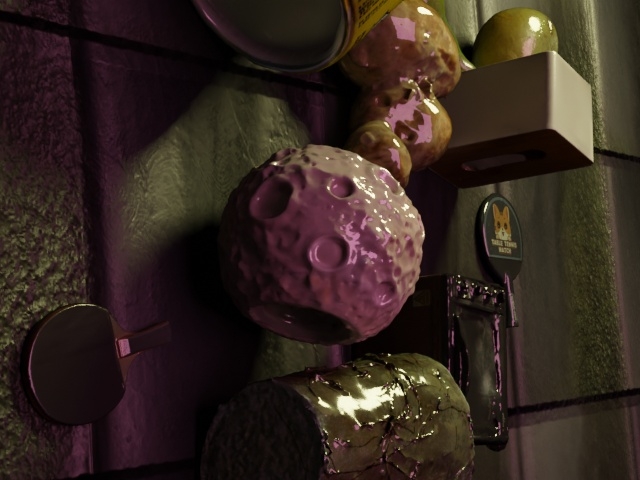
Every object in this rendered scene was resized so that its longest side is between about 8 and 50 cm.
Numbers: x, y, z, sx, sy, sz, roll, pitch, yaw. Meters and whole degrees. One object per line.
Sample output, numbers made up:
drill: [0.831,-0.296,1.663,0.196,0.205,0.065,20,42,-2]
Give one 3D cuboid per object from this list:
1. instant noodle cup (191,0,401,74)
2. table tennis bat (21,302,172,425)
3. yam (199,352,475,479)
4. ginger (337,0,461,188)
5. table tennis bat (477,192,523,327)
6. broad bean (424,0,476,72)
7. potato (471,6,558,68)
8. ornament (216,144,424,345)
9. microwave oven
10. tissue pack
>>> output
instant noodle cup: [-0.010,-0.380,1.617,0.254,0.325,0.325,-55,127,-34]
table tennis bat: [-0.242,0.128,1.414,0.220,0.019,0.130,-18,99,-53]
yam: [0.028,0.261,1.592,0.348,0.241,0.241,1,83,-52]
ginger: [0.111,-0.204,1.863,0.244,0.155,0.304,15,71,-55]
table tennis bat: [0.316,0.035,2.222,0.150,0.027,0.236,7,75,-54]
broad bean: [0.192,-0.342,2.076,0.075,0.067,0.325,-37,114,-6]
potato: [0.331,-0.299,2.198,0.157,0.157,0.194,40,47,-44]
ornament: [0.000,0.000,1.583,0.259,0.259,0.225,37,59,-45]
microwave oven: [0.167,0.177,1.835,0.178,0.188,0.247,15,70,-53]
tissue pack: [0.292,-0.188,2.038,0.159,0.246,0.136,27,61,-48]
